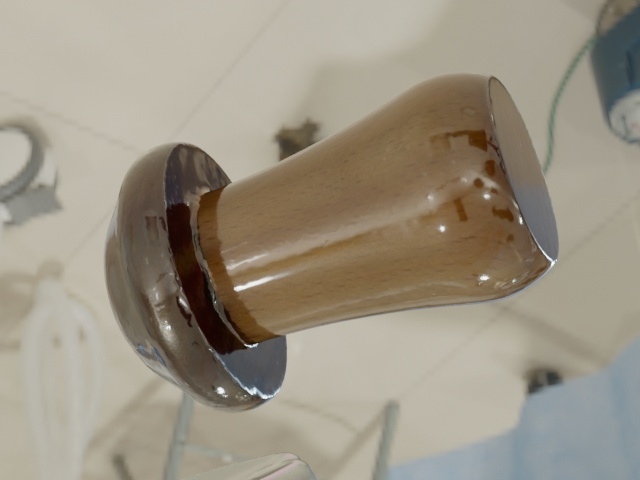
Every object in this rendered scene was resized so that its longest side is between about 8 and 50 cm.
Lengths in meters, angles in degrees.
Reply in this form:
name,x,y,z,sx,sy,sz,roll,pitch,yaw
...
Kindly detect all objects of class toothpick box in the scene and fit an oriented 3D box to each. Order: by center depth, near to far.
name,x,y,z,sx,sy,sz,roll,pitch,yaw
toothpick box,0.000,0.000,1.095,0.294,0.192,0.192,-18,137,18

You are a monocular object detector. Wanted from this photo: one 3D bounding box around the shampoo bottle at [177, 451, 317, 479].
name,x,y,z,sx,sy,sz,roll,pitch,yaw
shampoo bottle,-0.011,0.188,0.526,0.086,0.227,0.056,-17,-176,-10
